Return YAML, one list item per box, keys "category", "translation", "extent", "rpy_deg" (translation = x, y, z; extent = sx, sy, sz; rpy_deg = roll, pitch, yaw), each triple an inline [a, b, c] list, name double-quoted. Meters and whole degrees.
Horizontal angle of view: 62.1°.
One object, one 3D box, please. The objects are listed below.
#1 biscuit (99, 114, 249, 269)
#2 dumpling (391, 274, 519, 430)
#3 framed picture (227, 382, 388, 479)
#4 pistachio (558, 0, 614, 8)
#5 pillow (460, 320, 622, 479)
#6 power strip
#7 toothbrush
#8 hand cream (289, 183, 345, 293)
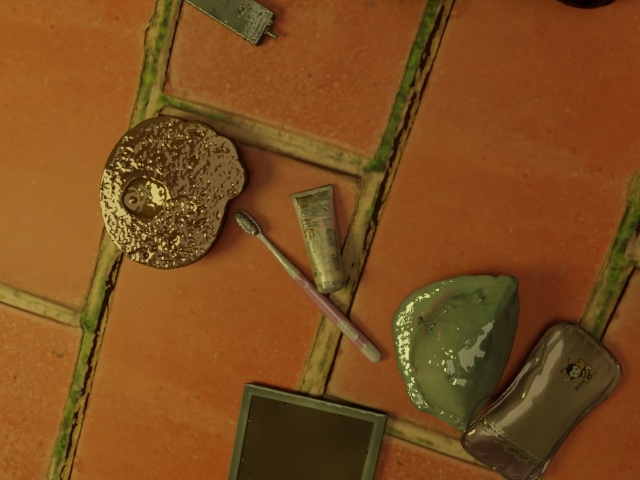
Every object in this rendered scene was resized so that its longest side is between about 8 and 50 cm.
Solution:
- category: "biscuit"
  translation: [-0.200, -0.065, 0.715]
  extent: [0.180, 0.049, 0.208]
  rpy_deg: [26, 100, 1]
- category: "dumpling"
  translation: [0.170, 0.129, 0.681]
  extent: [0.149, 0.105, 0.217]
  rpy_deg: [23, 101, 2]
- category: "framed picture"
  translation: [-0.032, 0.353, 0.781]
  extent: [0.216, 0.017, 0.275]
  rpy_deg: [13, 100, 3]
- category: "pistachio"
  translation: [0.313, -0.331, 0.582]
  extent: [0.210, 0.131, 0.165]
  rpy_deg: [-20, 130, -2]
- category: "pillow"
  translation: [0.300, 0.225, 0.718]
  extent: [0.130, 0.038, 0.233]
  rpy_deg: [38, 98, -4]
- category: "power strip"
  translation: [-0.113, -0.298, 0.686]
  extent: [0.136, 0.019, 0.051]
  rpy_deg: [31, 99, 0]
- category: "toothbrush"
  translation: [-0.017, 0.064, 0.731]
  extent: [0.020, 0.025, 0.286]
  rpy_deg: [-43, 93, 10]
- category: "hand cream"
  translation: [0.000, 0.000, 0.718]
  extent: [0.061, 0.039, 0.144]
  rpy_deg: [-11, 88, 14]
